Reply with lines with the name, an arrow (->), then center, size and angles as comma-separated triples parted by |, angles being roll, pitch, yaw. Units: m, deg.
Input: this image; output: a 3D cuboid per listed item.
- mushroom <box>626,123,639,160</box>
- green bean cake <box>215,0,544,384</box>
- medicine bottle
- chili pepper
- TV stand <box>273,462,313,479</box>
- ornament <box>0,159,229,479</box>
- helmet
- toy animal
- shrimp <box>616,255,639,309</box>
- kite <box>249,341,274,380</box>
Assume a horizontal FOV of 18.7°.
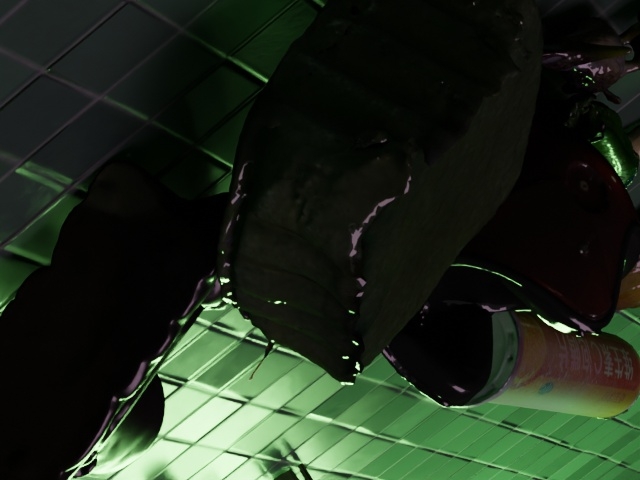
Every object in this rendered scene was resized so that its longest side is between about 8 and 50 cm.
mushroom -> 0.226, -0.042, 1.624 | 0.187, 0.061, 0.060 | -36, 153, -6
green bean cake -> 0.035, -0.047, 1.160 | 0.227, 0.125, 0.222 | -56, 166, -28
medicine bottle -> 0.209, 0.114, 1.864 | 0.108, 0.108, 0.426 | -40, 159, 15
chili pepper -> 0.194, -0.073, 1.488 | 0.098, 0.061, 0.224 | 7, 162, 13
TV stand -> -0.010, 0.279, 1.977 | 0.042, 0.036, 0.249 | -34, 158, -5
ornament -> -0.113, 0.058, 1.303 | 0.251, 0.106, 0.260 | -52, 166, 15
helmet -> 0.123, 0.005, 1.366 | 0.216, 0.193, 0.189 | -3, 158, -35
toy animal -> 0.198, -0.128, 1.391 | 0.105, 0.070, 0.202 | -25, 170, 32
shrimp -> 0.377, -0.027, 1.865 | 0.267, 0.061, 0.145 | -33, 149, 2
kite -> 0.000, 0.000, 1.365 | 0.189, 0.009, 0.232 | -39, 154, -48
